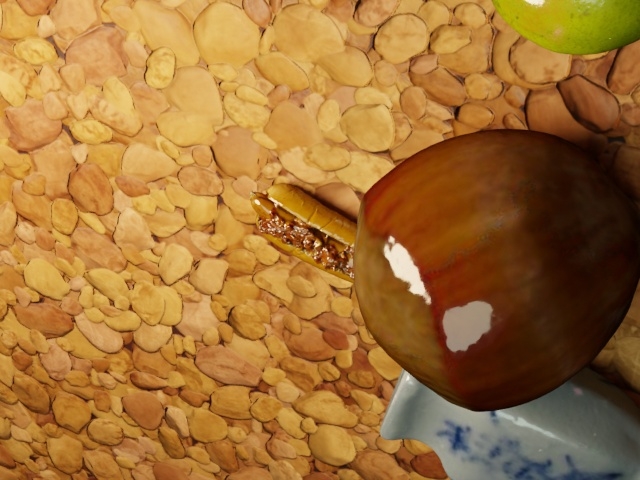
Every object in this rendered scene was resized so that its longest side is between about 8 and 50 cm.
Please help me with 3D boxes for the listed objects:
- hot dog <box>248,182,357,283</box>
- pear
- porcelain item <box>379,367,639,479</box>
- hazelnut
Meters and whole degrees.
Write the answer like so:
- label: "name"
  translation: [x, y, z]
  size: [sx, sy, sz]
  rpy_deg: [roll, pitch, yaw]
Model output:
- label: "hot dog"
  translation: [0.000, 0.000, 1.554]
  size: [0.249, 0.076, 0.102]
  rpy_deg: [30, 134, -2]
- label: "pear"
  translation: [0.270, -0.294, 1.150]
  size: [0.220, 0.187, 0.187]
  rpy_deg: [9, 128, 12]
- label: "porcelain item"
  translation: [0.306, 0.272, 1.563]
  size: [0.405, 0.178, 0.242]
  rpy_deg: [21, 130, 4]
- label: "hazelnut"
  translation: [0.221, 0.043, 1.351]
  size: [0.366, 0.366, 0.366]
  rpy_deg: [11, 128, 15]
